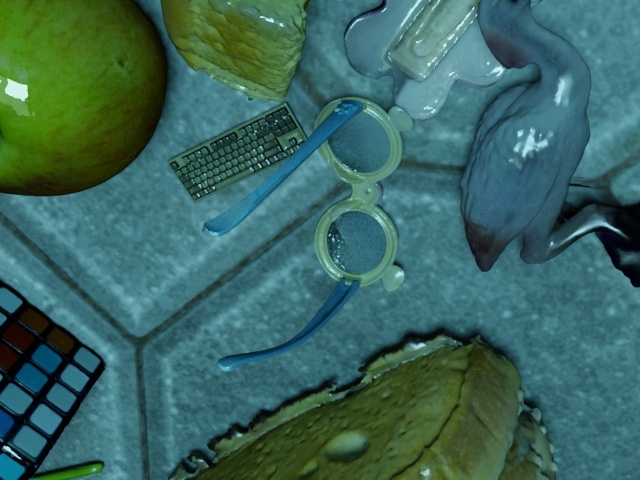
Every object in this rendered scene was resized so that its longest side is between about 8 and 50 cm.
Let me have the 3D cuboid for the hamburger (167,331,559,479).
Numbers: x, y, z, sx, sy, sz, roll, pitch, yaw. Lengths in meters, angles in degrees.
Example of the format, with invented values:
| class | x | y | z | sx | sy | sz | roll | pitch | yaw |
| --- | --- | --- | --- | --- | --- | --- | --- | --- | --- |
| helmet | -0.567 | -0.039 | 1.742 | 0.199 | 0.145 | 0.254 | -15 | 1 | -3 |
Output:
| class | x | y | z | sx | sy | sz | roll | pitch | yaw |
| --- | --- | --- | --- | --- | --- | --- | --- | --- | --- |
| hamburger | 0.028 | 0.320 | 0.735 | 0.445 | 0.287 | 0.268 | -30 | 110 | 22 |

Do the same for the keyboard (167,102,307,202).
| class | x | y | z | sx | sy | sz | roll | pitch | yaw |
| --- | --- | --- | --- | --- | --- | --- | --- | --- | --- |
| keyboard | -0.075 | -0.079 | 0.699 | 0.129 | 0.015 | 0.049 | -23 | 111 | 17 |

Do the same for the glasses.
| class | x | y | z | sx | sy | sz | roll | pitch | yaw |
| --- | --- | --- | --- | --- | --- | --- | --- | --- | --- |
| glasses | -0.024 | -0.009 | 0.636 | 0.088 | 0.220 | 0.190 | 25 | 128 | 37 |

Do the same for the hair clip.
| class | x | y | z | sx | sy | sz | roll | pitch | yaw |
| --- | --- | --- | --- | --- | --- | --- | --- | --- | --- |
| hair clip | 0.127 | -0.205 | 0.583 | 0.146 | 0.075 | 0.257 | 28 | 125 | -24 |

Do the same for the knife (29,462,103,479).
| class | x | y | z | sx | sy | sz | roll | pitch | yaw |
| --- | --- | --- | --- | --- | --- | --- | --- | --- | --- |
| knife | -0.339 | 0.289 | 0.912 | 0.184 | 0.022 | 0.026 | -16 | 87 | 16 |

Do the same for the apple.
| class | x | y | z | sx | sy | sz | roll | pitch | yaw |
| --- | --- | --- | --- | --- | --- | --- | --- | --- | --- |
| apple | -0.227 | -0.126 | 0.609 | 0.196 | 0.196 | 0.196 | 3 | 116 | 6 |

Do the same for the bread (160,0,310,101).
| class | x | y | z | sx | sy | sz | roll | pitch | yaw |
| --- | --- | --- | --- | --- | --- | --- | --- | --- | --- |
| bread | -0.047 | -0.214 | 0.610 | 0.140 | 0.169 | 0.160 | 25 | 76 | -5 |

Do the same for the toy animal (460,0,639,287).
| class | x | y | z | sx | sy | sz | roll | pitch | yaw |
| --- | --- | --- | --- | --- | --- | --- | --- | --- | --- |
| toy animal | 0.177 | -0.084 | 0.618 | 0.195 | 0.090 | 0.324 | -26 | 121 | 17 |

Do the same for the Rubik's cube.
| class | x | y | z | sx | sy | sz | roll | pitch | yaw |
| --- | --- | --- | --- | --- | --- | --- | --- | --- | --- |
| Rubik's cube | -0.362 | 0.167 | 0.766 | 0.182 | 0.187 | 0.184 | 40 | 112 | -11 |
